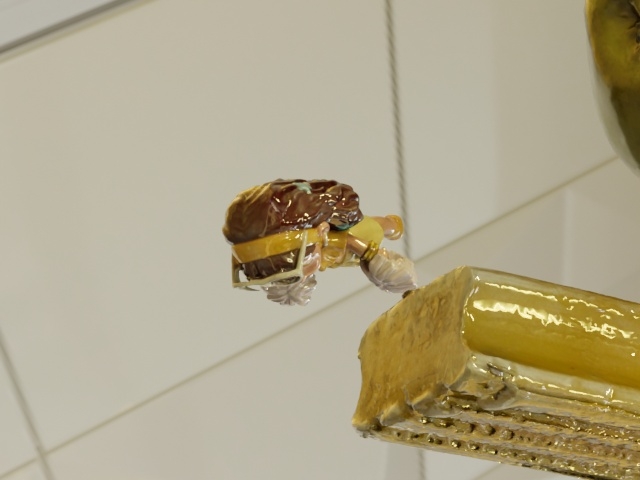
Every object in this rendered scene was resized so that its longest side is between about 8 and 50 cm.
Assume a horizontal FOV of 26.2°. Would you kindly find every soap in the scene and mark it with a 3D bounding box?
[{"bbox_3d":[0.179,0.101,0.917,0.173,0.274,0.089,141,-41,-58],"label":"soap"}]

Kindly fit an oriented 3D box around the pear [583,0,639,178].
[{"bbox_3d":[0.419,-0.164,1.278,0.287,0.375,0.287,-31,-129,48],"label":"pear"}]

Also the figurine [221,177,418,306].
[{"bbox_3d":[-0.001,-0.001,1.370,0.175,0.240,0.115,-9,-103,34],"label":"figurine"}]
